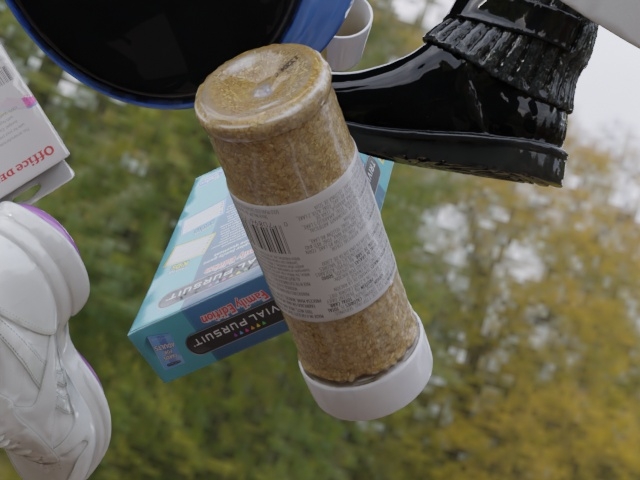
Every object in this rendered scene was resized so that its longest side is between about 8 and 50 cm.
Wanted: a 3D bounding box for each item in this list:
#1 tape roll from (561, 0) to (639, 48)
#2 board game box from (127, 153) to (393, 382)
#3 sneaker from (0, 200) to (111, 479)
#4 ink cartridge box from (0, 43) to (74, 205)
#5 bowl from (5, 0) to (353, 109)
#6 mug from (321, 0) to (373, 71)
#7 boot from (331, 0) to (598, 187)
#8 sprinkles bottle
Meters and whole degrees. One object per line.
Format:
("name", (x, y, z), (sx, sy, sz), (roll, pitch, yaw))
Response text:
("tape roll", (0.258, -0.193, 1.246), (0.286, 0.100, 0.286), (25, 19, -9))
("board game box", (-0.057, -0.005, 2.013), (0.254, 0.336, 0.079), (-24, -65, 24))
("sneaker", (-0.245, 0.108, 1.339), (0.114, 0.152, 0.305), (26, -36, 24))
("ink cartridge box", (-0.276, -0.090, 1.457), (0.143, 0.092, 0.090), (60, -12, -9))
("bowl", (-0.145, -0.299, 1.562), (0.391, 0.391, 0.077), (12, 26, 25))
("mug", (0.011, -0.198, 1.689), (0.078, 0.062, 0.064), (31, -31, 18))
("boot", (0.125, -0.206, 1.846), (0.348, 0.260, 0.131), (10, -1, 19))
("sprinkles bottle", (0.000, 0.000, 1.565), (0.121, 0.121, 0.355), (6, -45, 31))
